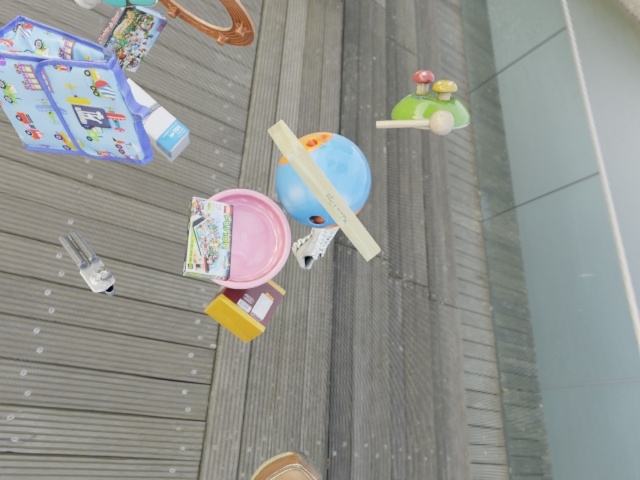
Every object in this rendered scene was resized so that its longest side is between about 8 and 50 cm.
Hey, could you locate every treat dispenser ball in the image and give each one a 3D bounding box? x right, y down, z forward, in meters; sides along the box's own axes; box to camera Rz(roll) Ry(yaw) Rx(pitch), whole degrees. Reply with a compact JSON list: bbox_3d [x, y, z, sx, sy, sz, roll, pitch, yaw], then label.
[{"bbox_3d":[0.008,-0.179,1.435,0.288,0.288,0.289,15,63,-32],"label":"treat dispenser ball"}]

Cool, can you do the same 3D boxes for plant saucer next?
[{"bbox_3d":[-0.267,-0.003,1.587,0.331,0.084,0.333,3,79,-15],"label":"plant saucer"}]

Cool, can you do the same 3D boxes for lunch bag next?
[{"bbox_3d":[-0.445,-0.265,0.896,0.292,0.221,0.138,15,51,13],"label":"lunch bag"}]

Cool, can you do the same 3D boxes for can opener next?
[{"bbox_3d":[-0.792,0.084,1.628,0.076,0.095,0.283,-33,61,-28],"label":"can opener"}]

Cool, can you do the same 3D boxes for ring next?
[{"bbox_3d":[-0.300,-0.546,1.079,0.336,0.336,0.032,31,85,-24],"label":"ring"}]

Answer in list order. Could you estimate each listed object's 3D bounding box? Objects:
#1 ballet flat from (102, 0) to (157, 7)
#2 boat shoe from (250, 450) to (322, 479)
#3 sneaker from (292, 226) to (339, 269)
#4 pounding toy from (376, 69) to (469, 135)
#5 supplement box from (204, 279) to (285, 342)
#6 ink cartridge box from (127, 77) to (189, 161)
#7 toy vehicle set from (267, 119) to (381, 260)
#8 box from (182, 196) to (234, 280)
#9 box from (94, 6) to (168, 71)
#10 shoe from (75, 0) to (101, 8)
[{"bbox_3d":[-0.552,-0.701,1.372,0.168,0.057,0.052,4,39,-8],"label":"ballet flat"},{"bbox_3d":[-0.120,0.527,0.876,0.122,0.324,0.120,40,16,1],"label":"boat shoe"},{"bbox_3d":[0.000,0.000,1.824,0.109,0.292,0.118,18,41,-29],"label":"sneaker"},{"bbox_3d":[0.248,-0.322,1.087,0.237,0.182,0.110,-41,138,-53],"label":"pounding toy"},{"bbox_3d":[-0.263,0.212,1.677,0.191,0.129,0.194,40,45,-12],"label":"supplement box"},{"bbox_3d":[-0.436,-0.302,1.227,0.190,0.139,0.082,42,78,-10],"label":"ink cartridge box"},{"bbox_3d":[0.008,-0.094,0.899,0.267,0.035,0.166,50,5,-31],"label":"toy vehicle set"},{"bbox_3d":[-0.285,-0.005,1.223,0.113,0.036,0.207,10,62,-25],"label":"box"},{"bbox_3d":[-0.641,-0.680,1.594,0.159,0.233,0.044,-8,62,-57],"label":"box"},{"bbox_3d":[-0.234,-0.332,0.492,0.076,0.058,0.219,9,59,-35],"label":"shoe"}]
